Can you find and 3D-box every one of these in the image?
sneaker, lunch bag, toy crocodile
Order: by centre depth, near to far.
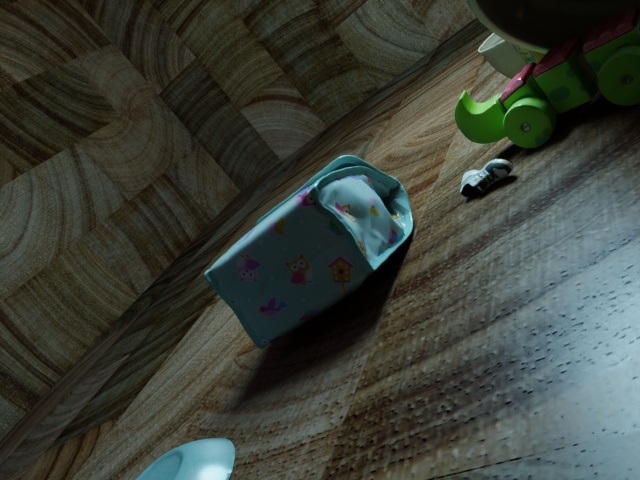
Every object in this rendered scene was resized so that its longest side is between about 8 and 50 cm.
[{"bbox_3d":[0.325,-0.212,0.747,0.341,0.105,0.115,-23,21,50],"label":"toy crocodile"},{"bbox_3d":[0.219,-0.079,0.779,0.083,0.032,0.037,-28,31,58],"label":"sneaker"},{"bbox_3d":[0.000,0.000,0.841,0.223,0.160,0.262,-36,2,29],"label":"lunch bag"}]

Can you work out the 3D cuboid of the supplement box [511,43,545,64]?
[{"bbox_3d":[0.316,-0.332,0.884,0.080,0.233,0.078,-41,12,15],"label":"supplement box"}]

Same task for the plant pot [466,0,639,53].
[{"bbox_3d":[0.351,-0.445,0.701,0.334,0.334,0.305,-18,58,58],"label":"plant pot"}]

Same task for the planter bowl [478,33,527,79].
[{"bbox_3d":[0.370,-0.333,1.009,0.162,0.109,0.162,-38,13,11],"label":"planter bowl"}]

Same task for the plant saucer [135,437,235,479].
[{"bbox_3d":[-0.179,0.285,0.648,0.195,0.037,0.195,-37,14,11],"label":"plant saucer"}]
